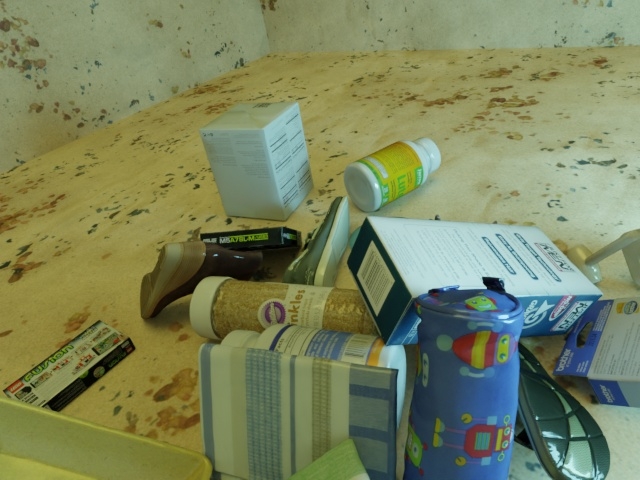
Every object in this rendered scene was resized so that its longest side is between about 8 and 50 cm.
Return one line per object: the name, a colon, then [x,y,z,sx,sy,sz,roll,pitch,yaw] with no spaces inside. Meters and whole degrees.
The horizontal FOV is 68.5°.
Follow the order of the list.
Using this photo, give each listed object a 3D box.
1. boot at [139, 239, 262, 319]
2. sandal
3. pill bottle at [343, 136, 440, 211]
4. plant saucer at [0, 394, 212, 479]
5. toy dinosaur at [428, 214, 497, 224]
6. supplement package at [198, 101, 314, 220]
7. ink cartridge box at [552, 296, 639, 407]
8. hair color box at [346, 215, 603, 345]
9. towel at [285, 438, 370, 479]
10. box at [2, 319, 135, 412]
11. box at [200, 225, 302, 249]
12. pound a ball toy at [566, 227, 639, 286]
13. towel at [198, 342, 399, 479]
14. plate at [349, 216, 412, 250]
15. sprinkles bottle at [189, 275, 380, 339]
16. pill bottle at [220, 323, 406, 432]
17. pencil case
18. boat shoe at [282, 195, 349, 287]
boot: [-0.258,0.095,0.996,0.207,0.248,0.090,8,48,-34]
sandal: [0.285,0.228,0.654,0.120,0.086,0.302,25,16,-8]
pill bottle: [0.196,-0.184,1.244,0.246,0.136,0.136,-28,37,-23]
plant saucer: [-0.337,0.378,0.541,0.333,0.080,0.332,18,36,-3]
toy dinosaur: [0.230,0.058,0.890,0.296,0.127,0.200,-14,33,-12]
supplement package: [-0.164,-0.221,1.296,0.200,0.262,0.198,6,37,25]
ink cartridge box: [0.506,0.148,0.641,0.311,0.065,0.186,-12,25,50]
hair color box: [0.235,0.060,0.733,0.348,0.105,0.173,2,40,-22]
towel: [-0.014,0.389,0.446,0.248,0.038,0.325,-35,30,2]
box: [-0.477,0.246,0.902,0.114,0.036,0.207,15,42,35]
box: [-0.151,0.000,1.072,0.184,0.045,0.191,-3,-3,11]
pound a ball toy: [0.576,0.030,0.738,0.208,0.135,0.319,-15,-9,-3]
towel: [-0.037,0.247,0.628,0.285,0.209,0.034,2,9,20]
plate: [0.159,-0.013,1.104,0.188,0.024,0.188,-9,33,6]
sprinkles bottle: [-0.059,0.136,0.861,0.356,0.121,0.121,2,36,20]
pill bottle: [-0.018,0.208,0.713,0.272,0.152,0.152,2,36,22]
pencil case: [0.158,0.197,0.548,0.120,0.305,0.133,-2,12,-15]
boat shoe: [0.000,0.000,1.053,0.099,0.116,0.319,3,41,15]
